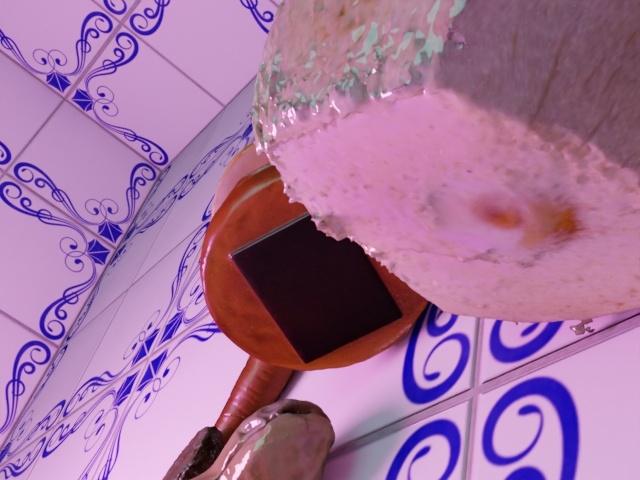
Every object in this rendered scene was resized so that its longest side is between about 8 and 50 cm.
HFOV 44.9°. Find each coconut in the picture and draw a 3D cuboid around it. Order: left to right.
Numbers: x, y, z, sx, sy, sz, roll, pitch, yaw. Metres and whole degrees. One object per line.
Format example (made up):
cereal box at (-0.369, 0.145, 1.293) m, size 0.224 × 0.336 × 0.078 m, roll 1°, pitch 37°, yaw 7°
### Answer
coconut at (0.170, -0.154, 0.638) m, size 0.404 × 0.404 × 0.404 m, roll -44°, pitch 21°, yaw 22°

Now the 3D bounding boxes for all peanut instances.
peanut at (-0.094, 0.289, 0.833) m, size 0.290 × 0.130 × 0.130 m, roll -49°, pitch 20°, yaw 3°

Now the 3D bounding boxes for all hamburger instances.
hamburger at (0.000, 0.000, 0.927) m, size 0.291 × 0.291 × 0.225 m, roll -47°, pitch 17°, yaw 15°

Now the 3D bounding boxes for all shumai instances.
shumai at (-0.144, 0.303, 0.976) m, size 0.124 × 0.087 × 0.099 m, roll -56°, pitch 7°, yaw -26°

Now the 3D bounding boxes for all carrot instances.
carrot at (-0.108, 0.241, 1.055) m, size 0.336 × 0.069 × 0.069 m, roll -61°, pitch 20°, yaw -6°
